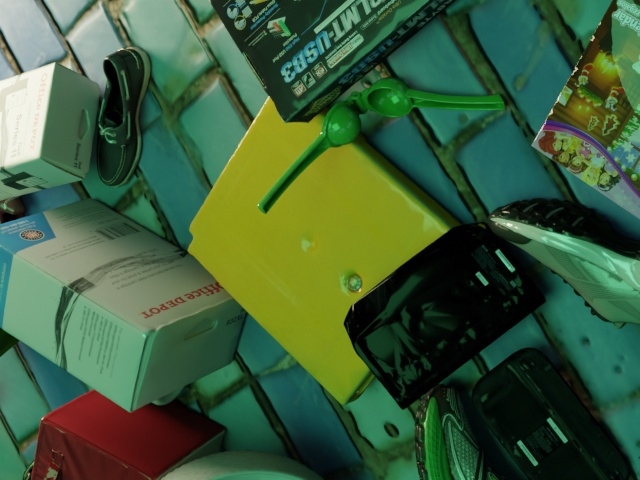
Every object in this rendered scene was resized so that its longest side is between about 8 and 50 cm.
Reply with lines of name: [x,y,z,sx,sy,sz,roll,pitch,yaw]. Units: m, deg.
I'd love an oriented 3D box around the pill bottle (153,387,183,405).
pill bottle: [-0.272,0.168,1.812,0.160,0.087,0.087,23,114,27]

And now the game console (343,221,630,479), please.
game console: [0.206,0.170,1.468,0.213,0.044,0.361,-38,89,10]

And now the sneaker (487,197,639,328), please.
sneaker: [0.302,0.033,1.391,0.271,0.100,0.108,27,120,26]

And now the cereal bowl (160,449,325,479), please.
cereal bowl: [-0.118,0.422,1.672,0.141,0.338,0.339,-133,46,-65]

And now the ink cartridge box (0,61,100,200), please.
ink cartridge box: [-0.421,-0.152,1.793,0.208,0.087,0.153,-11,66,37]

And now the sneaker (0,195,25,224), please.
sneaker: [-0.554,-0.007,1.948,0.281,0.106,0.163,-37,83,34]

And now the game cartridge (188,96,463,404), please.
game cartridge: [0.000,0.000,1.604,0.323,0.052,0.285,44,117,20]

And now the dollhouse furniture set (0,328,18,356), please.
dollhouse furniture set: [-0.588,0.167,2.017,0.197,0.151,0.302,34,148,14]

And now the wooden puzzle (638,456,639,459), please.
wooden puzzle: [0.416,0.289,1.431,0.078,0.014,0.116,-27,86,31]

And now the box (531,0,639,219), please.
box: [0.392,-0.107,1.318,0.293,0.057,0.201,37,120,21]

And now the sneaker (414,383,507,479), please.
sneaker: [0.213,0.332,1.530,0.146,0.134,0.344,-23,80,-1]

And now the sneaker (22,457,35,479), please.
sneaker: [-0.451,0.385,1.996,0.066,0.071,0.188,36,119,21]

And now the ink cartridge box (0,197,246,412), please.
ink cartridge box: [-0.286,0.079,1.715,0.307,0.223,0.129,28,117,25]

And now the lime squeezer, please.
lime squeezer: [0.058,-0.131,1.500,0.310,0.059,0.110,-23,66,4]

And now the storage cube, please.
storage cube: [-0.277,0.335,1.786,0.193,0.215,0.184,23,113,21]

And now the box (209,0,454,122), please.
box: [-0.001,-0.341,1.493,0.295,0.073,0.293,-38,78,28]

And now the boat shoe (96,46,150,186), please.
boat shoe: [-0.290,-0.168,1.752,0.075,0.065,0.206,26,115,26]
